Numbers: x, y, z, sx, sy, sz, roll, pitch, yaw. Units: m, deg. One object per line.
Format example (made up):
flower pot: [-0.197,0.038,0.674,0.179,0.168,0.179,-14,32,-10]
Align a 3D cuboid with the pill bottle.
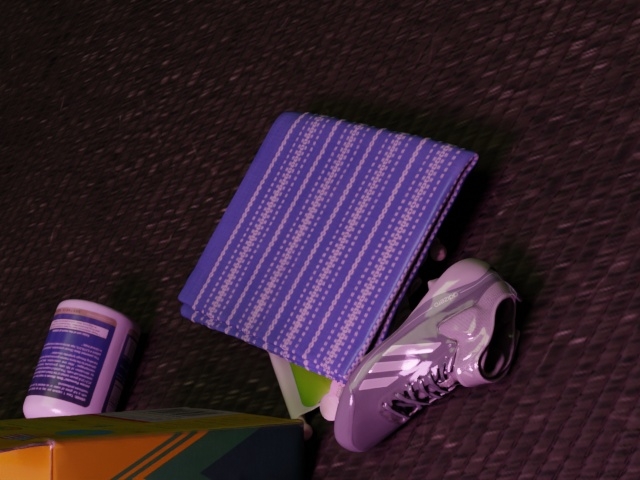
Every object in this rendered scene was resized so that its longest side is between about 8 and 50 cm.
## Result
pill bottle: [-0.257,0.155,1.951,0.094,0.094,0.169,-7,59,49]

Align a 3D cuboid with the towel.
towel: [0.000,0.000,1.767,0.336,0.040,0.243,18,79,57]

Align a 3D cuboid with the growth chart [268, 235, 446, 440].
growth chart: [0.031,0.060,1.726,0.237,0.021,0.172,-53,34,13]

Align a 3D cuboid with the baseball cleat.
baseball cleat: [0.091,0.111,1.570,0.206,0.072,0.109,-56,41,11]

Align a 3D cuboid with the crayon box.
crayon box: [-0.198,0.201,1.649,0.202,0.319,0.081,0,89,52]
